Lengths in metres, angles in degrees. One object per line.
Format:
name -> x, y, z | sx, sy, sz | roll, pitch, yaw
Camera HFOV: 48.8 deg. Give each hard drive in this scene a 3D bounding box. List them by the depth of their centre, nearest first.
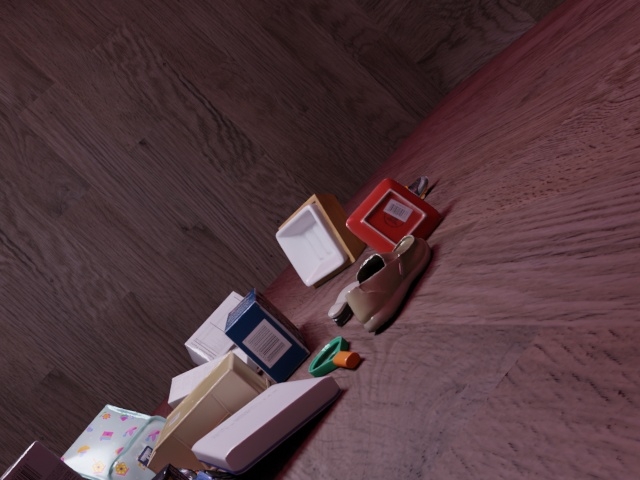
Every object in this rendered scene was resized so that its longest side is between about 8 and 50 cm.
hard drive -> -0.105, 0.317, 1.228 | 0.210, 0.040, 0.318 | -34, 0, -23

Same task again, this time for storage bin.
storage bin -> -0.237, 0.387, 1.535 | 0.260, 0.123, 0.262 | -47, 5, -4

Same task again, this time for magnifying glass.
magnifying glass -> 0.028, 0.212, 1.279 | 0.092, 0.026, 0.231 | -47, 6, -14

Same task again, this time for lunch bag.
lunch bag -> -0.450, 0.527, 1.667 | 0.223, 0.262, 0.160 | -54, -35, -51

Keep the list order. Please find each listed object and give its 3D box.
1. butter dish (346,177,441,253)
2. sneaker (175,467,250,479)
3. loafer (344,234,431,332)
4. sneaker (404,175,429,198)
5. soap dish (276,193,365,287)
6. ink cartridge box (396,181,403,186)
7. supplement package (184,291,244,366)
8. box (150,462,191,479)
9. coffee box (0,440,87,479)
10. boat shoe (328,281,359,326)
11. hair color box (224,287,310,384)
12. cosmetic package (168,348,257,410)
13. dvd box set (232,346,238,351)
butter dish -> 0.160, -0.026, 1.559 | 0.160, 0.160, 0.118 | -48, -18, -16
sneaker -> -0.181, 0.418, 1.144 | 0.221, 0.083, 0.087 | -24, 56, 54
loafer -> 0.126, 0.057, 1.307 | 0.102, 0.092, 0.268 | -42, 6, 37
sneaker -> 0.213, -0.105, 1.951 | 0.215, 0.083, 0.084 | -45, 3, 3
soap dish -> 0.000, 0.000, 2.168 | 0.118, 0.229, 0.291 | -30, -5, -32
ink cartridge box -> 0.178, -0.083, 2.145 | 0.115, 0.067, 0.198 | -50, 6, -37
supplement package -> -0.307, 0.317, 2.334 | 0.244, 0.139, 0.134 | -48, -27, -25
box -> -0.209, 0.418, 0.811 | 0.247, 0.163, 0.142 | -45, 9, 14
coffee box -> -0.384, 0.466, 1.103 | 0.168, 0.297, 0.119 | -40, 11, 46
boat shoe -> 0.061, 0.137, 1.540 | 0.046, 0.038, 0.125 | -17, 24, 39
hair color box -> -0.131, 0.219, 1.697 | 0.105, 0.174, 0.347 | -46, 5, -4
cosmetic package -> -0.282, 0.369, 1.867 | 0.239, 0.060, 0.099 | -25, 31, 13
dvd box set -> -0.332, 0.469, 2.016 | 0.420, 0.062, 0.307 | -49, 6, -27
